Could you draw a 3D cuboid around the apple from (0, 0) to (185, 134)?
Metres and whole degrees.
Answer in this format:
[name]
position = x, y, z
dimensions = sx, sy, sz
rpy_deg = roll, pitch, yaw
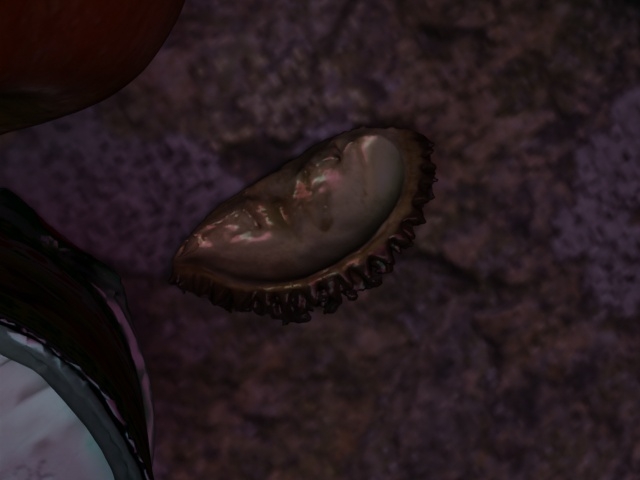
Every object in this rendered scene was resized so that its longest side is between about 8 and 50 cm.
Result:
[apple]
position = -0.167, -0.138, 0.395
dimensions = 0.242, 0.242, 0.241
rpy_deg = -20, 95, -13

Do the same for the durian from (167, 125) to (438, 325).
[durian]
position = 0.001, -0.003, 0.534
dimensions = 0.130, 0.052, 0.066
rpy_deg = -31, 96, -11

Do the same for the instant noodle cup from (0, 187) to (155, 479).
[instant noodle cup]
position = -0.137, 0.076, 0.407
dimensions = 0.207, 0.232, 0.207
rpy_deg = 0, 90, -15
